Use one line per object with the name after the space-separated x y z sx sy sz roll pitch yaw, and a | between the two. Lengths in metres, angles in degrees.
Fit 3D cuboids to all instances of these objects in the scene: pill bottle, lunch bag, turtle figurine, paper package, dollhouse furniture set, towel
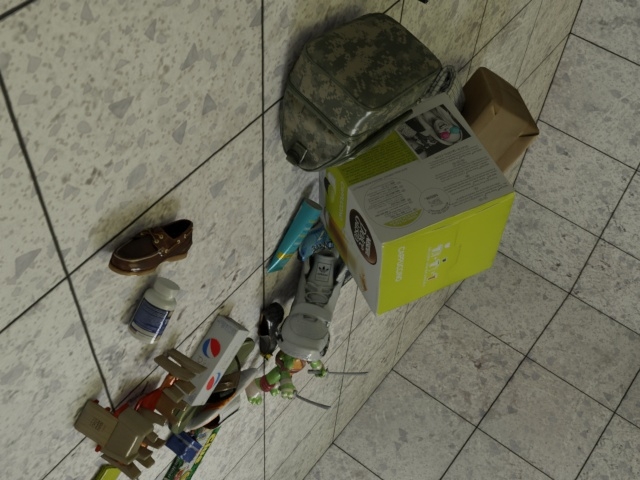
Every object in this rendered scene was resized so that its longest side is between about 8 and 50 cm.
-0.319 0.134 1.564 0.120 0.067 0.067 -61 160 12 | pill bottle
0.067 -0.290 1.657 0.305 0.212 0.256 -39 170 -41 | lunch bag
-0.065 0.401 2.254 0.266 0.274 0.198 -36 -160 38 | turtle figurine
0.449 -0.301 2.332 0.309 0.168 0.325 -52 -165 24 | paper package
-0.392 0.367 1.719 0.262 0.135 0.259 -60 172 9 | dollhouse furniture set
-0.351 0.524 2.085 0.065 0.067 0.098 -52 159 -16 | lunch bag
0.277 -0.332 2.210 0.284 0.121 0.235 -58 162 -3 | towel
-0.541 0.617 1.850 0.237 0.021 0.102 -56 166 -6 | towel

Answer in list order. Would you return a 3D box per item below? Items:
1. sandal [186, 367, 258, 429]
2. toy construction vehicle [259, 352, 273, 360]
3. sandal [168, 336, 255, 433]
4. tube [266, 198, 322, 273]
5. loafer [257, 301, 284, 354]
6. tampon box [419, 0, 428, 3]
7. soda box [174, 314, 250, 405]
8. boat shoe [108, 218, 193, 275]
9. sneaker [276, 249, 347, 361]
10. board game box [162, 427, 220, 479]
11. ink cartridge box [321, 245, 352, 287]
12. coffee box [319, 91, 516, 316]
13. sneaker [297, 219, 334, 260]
-0.240 0.434 2.139 0.102 0.076 0.265 -16 -164 43 | sandal
-0.143 0.291 2.288 0.086 0.035 0.098 -43 156 -6 | toy construction vehicle
-0.261 0.375 2.042 0.303 0.086 0.120 -51 160 -16 | sandal
-0.067 -0.006 1.994 0.080 0.052 0.207 -5 131 -58 | tube
-0.147 0.242 2.168 0.061 0.062 0.170 -20 133 -41 | loafer
0.222 -0.603 1.678 0.120 0.101 0.161 -45 157 -29 | tampon box
-0.262 0.288 1.935 0.216 0.069 0.074 -57 160 1 | soda box
-0.296 0.006 1.427 0.207 0.073 0.073 -31 147 -65 | boat shoe
-0.019 0.155 2.120 0.366 0.137 0.210 -70 174 -68 | sneaker
-0.349 0.579 2.234 0.260 0.030 0.136 -61 162 9 | board game box
0.056 0.057 2.354 0.165 0.065 0.333 -39 154 -44 | ink cartridge box
0.214 -0.080 1.940 0.338 0.334 0.338 -21 149 -12 | coffee box
0.000 0.000 2.112 0.162 0.073 0.063 -45 157 -32 | sneaker
